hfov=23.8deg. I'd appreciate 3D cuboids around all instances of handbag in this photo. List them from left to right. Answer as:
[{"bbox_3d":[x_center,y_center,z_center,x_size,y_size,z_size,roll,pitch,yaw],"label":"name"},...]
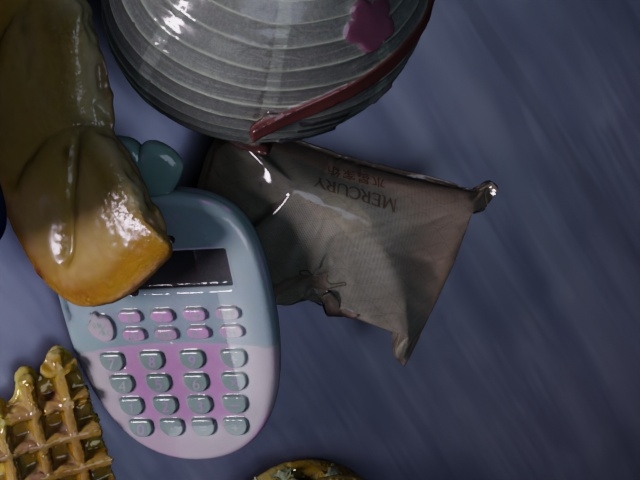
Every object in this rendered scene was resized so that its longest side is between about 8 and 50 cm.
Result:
[{"bbox_3d":[0.000,0.000,1.302,0.270,0.117,0.182,15,102,-15],"label":"handbag"}]

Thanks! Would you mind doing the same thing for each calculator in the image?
[{"bbox_3d":[-0.126,0.050,1.256,0.185,0.041,0.299,-4,113,17],"label":"calculator"}]

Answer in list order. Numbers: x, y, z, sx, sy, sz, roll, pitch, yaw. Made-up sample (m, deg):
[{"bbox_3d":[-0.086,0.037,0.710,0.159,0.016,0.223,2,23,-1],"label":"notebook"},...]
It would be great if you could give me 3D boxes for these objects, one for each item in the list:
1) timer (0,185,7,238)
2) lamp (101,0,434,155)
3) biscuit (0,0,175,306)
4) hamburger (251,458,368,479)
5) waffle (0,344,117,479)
[{"bbox_3d":[-0.447,-0.028,1.065,0.383,0.270,0.270,-29,112,-1],"label":"timer"},{"bbox_3d":[-0.039,-0.188,1.189,0.265,0.233,0.233,-36,114,-23],"label":"lamp"},{"bbox_3d":[-0.211,-0.091,1.183,0.045,0.154,0.299,-22,93,-54],"label":"biscuit"},{"bbox_3d":[-0.005,0.285,1.375,0.177,0.113,0.185,-38,114,-8],"label":"hamburger"},{"bbox_3d":[-0.215,0.196,1.306,0.192,0.046,0.160,41,87,-26],"label":"waffle"}]
